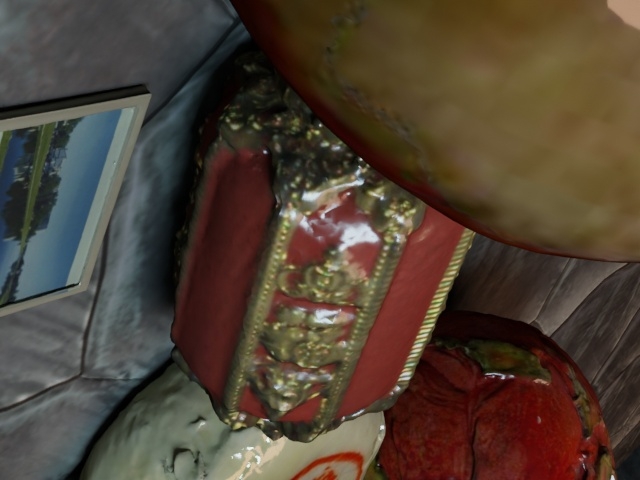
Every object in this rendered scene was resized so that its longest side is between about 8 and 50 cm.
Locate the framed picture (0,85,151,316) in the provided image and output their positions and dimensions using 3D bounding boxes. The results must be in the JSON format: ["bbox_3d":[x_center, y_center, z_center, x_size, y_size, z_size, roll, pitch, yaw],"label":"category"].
[{"bbox_3d":[-0.154,-0.015,0.658,0.109,0.011,0.149,-18,143,-45],"label":"framed picture"}]

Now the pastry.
[{"bbox_3d":[-0.070,0.178,0.940,0.264,0.133,0.265,-32,148,-23],"label":"pastry"}]

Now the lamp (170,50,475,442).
[{"bbox_3d":[0.000,0.000,0.746,0.177,0.177,0.274,-26,146,-36],"label":"lamp"}]

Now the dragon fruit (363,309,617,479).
[{"bbox_3d":[0.133,0.206,1.111,0.277,0.277,0.342,-53,173,15],"label":"dragon fruit"}]

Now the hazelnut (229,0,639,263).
[{"bbox_3d":[0.126,-0.198,0.471,0.359,0.359,0.409,-15,138,-47],"label":"hazelnut"}]
